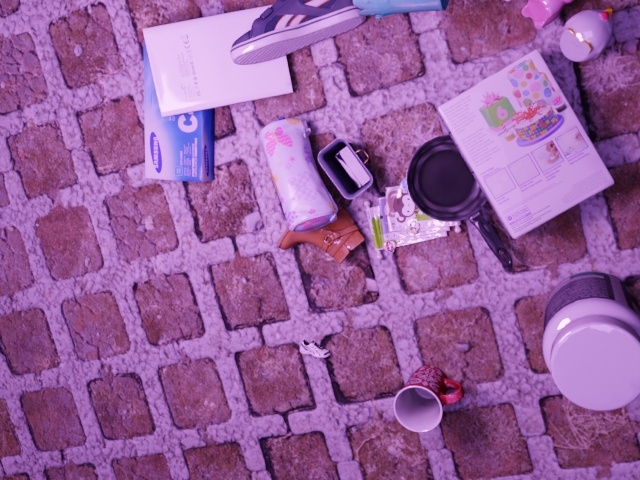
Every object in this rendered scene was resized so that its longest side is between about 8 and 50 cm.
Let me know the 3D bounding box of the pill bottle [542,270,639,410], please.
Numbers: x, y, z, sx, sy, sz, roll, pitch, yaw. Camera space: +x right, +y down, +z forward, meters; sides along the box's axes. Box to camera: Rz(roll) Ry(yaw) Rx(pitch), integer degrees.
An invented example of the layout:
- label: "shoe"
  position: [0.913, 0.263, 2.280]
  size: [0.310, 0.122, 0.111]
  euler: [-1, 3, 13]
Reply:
- label: "pill bottle"
  position: [0.561, 0.197, 1.483]
  size: [0.204, 0.361, 0.204]
  euler: [4, 102, 18]

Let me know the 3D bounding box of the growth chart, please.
- label: "growth chart"
  position: [0.219, -0.066, 1.727]
  size: [0.237, 0.021, 0.171]
  euler: [-18, 94, 20]

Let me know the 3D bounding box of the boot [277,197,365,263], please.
- label: "boot"
  position: [0.000, 0.000, 1.782]
  size: [0.197, 0.073, 0.152]
  euler: [-41, 86, 20]

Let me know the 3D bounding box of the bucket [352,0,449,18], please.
- label: "bucket"
  position: [0.179, -0.606, 1.507]
  size: [0.183, 0.281, 0.281]
  euler: [8, 103, 15]

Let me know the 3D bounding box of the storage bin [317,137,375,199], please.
- label: "storage bin"
  position: [0.074, -0.178, 1.714]
  size: [0.098, 0.091, 0.135]
  euler: [-37, 88, 21]

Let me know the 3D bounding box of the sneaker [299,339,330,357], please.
- label: "sneaker"
  position: [-0.014, 0.278, 1.864]
  size: [0.083, 0.032, 0.036]
  euler: [8, 103, 16]

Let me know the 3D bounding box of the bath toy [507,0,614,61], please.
- label: "bath toy"
  position: [0.479, -0.529, 1.500]
  size: [0.129, 0.151, 0.348]
  euler: [-41, 86, -15]

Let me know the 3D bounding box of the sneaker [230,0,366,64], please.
- label: "sneaker"
  position: [-0.066, -0.506, 1.658]
  size: [0.321, 0.126, 0.127]
  euler: [-21, 89, -5]

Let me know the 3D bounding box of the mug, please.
- label: "mug"
  position: [0.263, 0.372, 1.718]
  size: [0.150, 0.169, 0.113]
  euler: [11, 103, 15]

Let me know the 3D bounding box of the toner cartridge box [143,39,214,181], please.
- label: "toner cartridge box"
  position: [-0.357, -0.327, 1.835]
  size: [0.165, 0.075, 0.347]
  euler: [5, 102, 18]

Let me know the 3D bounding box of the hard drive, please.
- label: "hard drive"
  position: [-0.243, -0.428, 1.734]
  size: [0.319, 0.040, 0.210]
  euler: [-11, 98, -2]

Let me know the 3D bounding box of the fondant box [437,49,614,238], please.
- label: "fondant box"
  position: [0.437, -0.204, 1.568]
  size: [0.238, 0.096, 0.330]
  euler: [-30, 91, 9]

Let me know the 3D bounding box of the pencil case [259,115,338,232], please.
- label: "pencil case"
  position: [-0.054, -0.155, 1.716]
  size: [0.124, 0.113, 0.273]
  euler: [-15, 76, -12]

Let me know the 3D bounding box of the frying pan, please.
- label: "frying pan"
  position: [0.346, -0.106, 1.652]
  size: [0.326, 0.053, 0.197]
  euler: [33, 92, -2]
